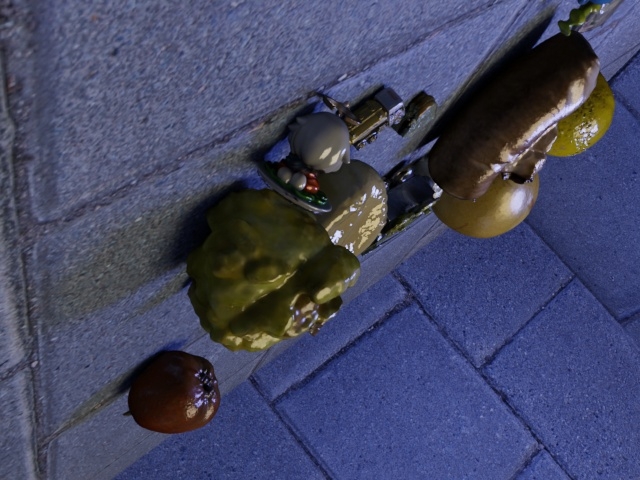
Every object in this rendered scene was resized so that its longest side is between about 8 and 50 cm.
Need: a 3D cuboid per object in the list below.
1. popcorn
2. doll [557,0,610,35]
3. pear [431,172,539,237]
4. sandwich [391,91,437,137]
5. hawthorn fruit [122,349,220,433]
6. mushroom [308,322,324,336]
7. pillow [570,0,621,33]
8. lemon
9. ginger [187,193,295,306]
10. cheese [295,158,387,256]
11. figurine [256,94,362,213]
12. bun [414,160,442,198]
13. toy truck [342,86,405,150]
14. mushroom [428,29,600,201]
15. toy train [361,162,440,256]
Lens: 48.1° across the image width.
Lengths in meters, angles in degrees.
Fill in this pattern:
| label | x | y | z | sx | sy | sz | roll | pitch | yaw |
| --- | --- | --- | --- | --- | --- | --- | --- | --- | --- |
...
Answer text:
| label | x | y | z | sx | sy | sz | roll | pitch | yaw |
| --- | --- | --- | --- | --- | --- | --- | --- | --- | --- |
| popcorn | -0.090 | 0.056 | 1.132 | 0.235 | 0.241 | 0.250 | -34 | 171 | -44 |
| doll | 0.590 | -0.570 | 1.342 | 0.341 | 0.099 | 0.346 | -51 | 176 | -10 |
| pear | 0.457 | -0.157 | 2.001 | 0.314 | 0.314 | 0.314 | -38 | 169 | -9 |
| sandwich | 0.184 | -0.241 | 1.387 | 0.093 | 0.035 | 0.105 | -38 | 169 | -6 |
| hawthorn fruit | -0.361 | 0.366 | 1.668 | 0.251 | 0.199 | 0.199 | -27 | 173 | 15 |
| mushroom | -0.061 | 0.154 | 1.792 | 0.255 | 0.184 | 0.255 | -52 | 177 | -3 |
| pillow | 0.680 | -0.574 | 1.673 | 0.169 | 0.059 | 0.255 | -34 | 170 | -26 |
| lemon | 0.653 | -0.354 | 1.941 | 0.258 | 0.258 | 0.310 | -40 | 176 | 1 |
| ginger | -0.133 | 0.033 | 1.274 | 0.298 | 0.118 | 0.065 | -53 | 180 | 23 |
| cheese | 0.032 | -0.038 | 1.346 | 0.226 | 0.117 | 0.214 | -38 | 149 | -6 |
| figurine | -0.003 | -0.131 | 1.022 | 0.153 | 0.132 | 0.132 | -57 | 165 | 16 |
| bun | 0.264 | -0.148 | 1.864 | 0.069 | 0.115 | 0.115 | -23 | 162 | -34 |
| toy truck | 0.080 | -0.198 | 1.166 | 0.123 | 0.052 | 0.063 | -37 | 163 | -9 |
| mushroom | 0.436 | -0.303 | 1.646 | 0.314 | 0.224 | 0.397 | -17 | 152 | -28 |
| toy train | 0.169 | -0.081 | 1.754 | 0.261 | 0.134 | 0.177 | -30 | 174 | -41 |
